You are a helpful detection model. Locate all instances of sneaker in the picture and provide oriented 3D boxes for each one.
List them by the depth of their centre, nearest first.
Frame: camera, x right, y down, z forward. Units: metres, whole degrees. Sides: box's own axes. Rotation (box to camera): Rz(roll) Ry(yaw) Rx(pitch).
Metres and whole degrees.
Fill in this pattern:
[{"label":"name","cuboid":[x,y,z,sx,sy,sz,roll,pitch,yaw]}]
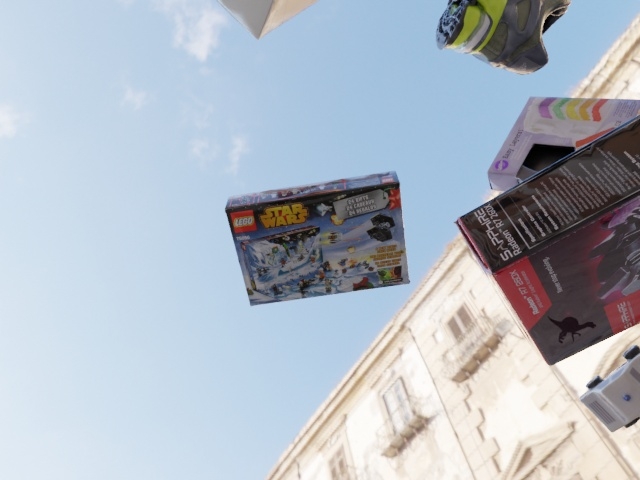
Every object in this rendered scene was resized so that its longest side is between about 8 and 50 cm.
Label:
[{"label":"sneaker","cuboid":[0.233,-0.307,0.667,0.121,0.111,0.299,31,-115,-11]}]

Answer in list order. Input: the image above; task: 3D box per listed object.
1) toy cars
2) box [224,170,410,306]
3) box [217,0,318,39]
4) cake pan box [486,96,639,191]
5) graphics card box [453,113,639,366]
[{"label":"toy cars","cuboid":[0.631,0.263,0.937,0.394,0.087,0.176,-6,-86,38]},{"label":"box","cuboid":[0.000,0.000,0.458,0.137,0.027,0.093,-8,-62,3]},{"label":"box","cuboid":[-0.024,-0.469,0.898,0.121,0.148,0.311,45,-119,0]},{"label":"cake pan box","cuboid":[0.521,-0.197,1.205,0.266,0.246,0.070,-55,-46,-21]},{"label":"graphics card box","cuboid":[0.356,-0.025,0.584,0.371,0.094,0.233,-31,-47,12]}]
